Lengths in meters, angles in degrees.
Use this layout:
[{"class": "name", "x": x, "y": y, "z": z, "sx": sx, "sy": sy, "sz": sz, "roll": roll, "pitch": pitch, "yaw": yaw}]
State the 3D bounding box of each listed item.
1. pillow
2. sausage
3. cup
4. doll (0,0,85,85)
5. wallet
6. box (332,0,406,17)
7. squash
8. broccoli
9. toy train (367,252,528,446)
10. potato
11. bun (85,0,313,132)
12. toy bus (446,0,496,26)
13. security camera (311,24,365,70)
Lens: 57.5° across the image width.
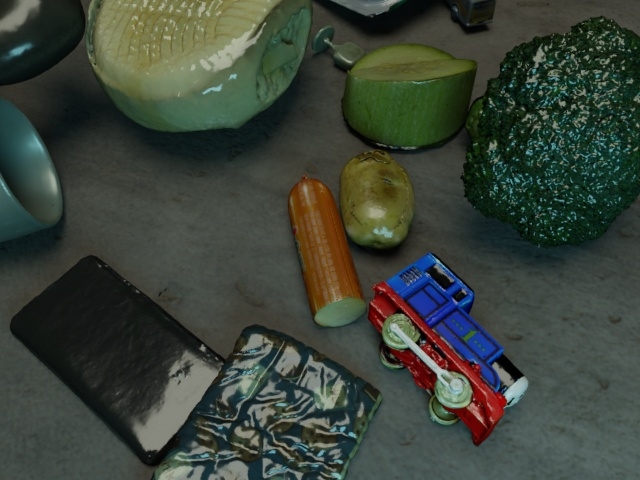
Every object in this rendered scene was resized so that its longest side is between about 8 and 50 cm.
[{"class": "pillow", "x": -0.061, "y": 0.228, "z": 0.636, "sx": 0.189, "sy": 0.034, "sz": 0.255, "roll": 24, "pitch": 61, "yaw": 12}, {"class": "sausage", "x": 0.000, "y": 0.000, "z": 0.785, "sx": 0.071, "sy": 0.071, "sz": 0.234, "roll": -11, "pitch": 54, "yaw": -6}, {"class": "cup", "x": -0.514, "y": -0.097, "z": 0.817, "sx": 0.234, "sy": 0.186, "sz": 0.258, "roll": -17, "pitch": 45, "yaw": 0}, {"class": "doll", "x": -0.583, "y": -0.331, "z": 0.863, "sx": 0.379, "sy": 0.252, "sz": 0.382, "roll": -21, "pitch": 68, "yaw": -36}, {"class": "wallet", "x": -0.251, "y": 0.134, "z": 0.722, "sx": 0.285, "sy": 0.030, "sz": 0.146, "roll": 33, "pitch": 66, "yaw": 21}, {"class": "box", "x": 0.092, "y": -0.582, "z": 1.135, "sx": 0.264, "sy": 0.106, "sz": 0.337, "roll": -40, "pitch": 52, "yaw": -13}, {"class": "squash", "x": 0.138, "y": -0.258, "z": 0.939, "sx": 0.220, "sy": 0.133, "sz": 0.220, "roll": -3, "pitch": 48, "yaw": 3}, {"class": "broccoli", "x": 0.305, "y": -0.133, "z": 0.783, "sx": 0.298, "sy": 0.297, "sz": 0.297, "roll": -22, "pitch": 16, "yaw": -13}, {"class": "toy train", "x": 0.148, "y": 0.122, "z": 0.684, "sx": 0.131, "sy": 0.082, "sz": 0.204, "roll": -31, "pitch": 59, "yaw": -21}, {"class": "potato", "x": 0.079, "y": -0.061, "z": 0.822, "sx": 0.107, "sy": 0.080, "sz": 0.170, "roll": -4, "pitch": 55, "yaw": 12}, {"class": "bun", "x": -0.179, "y": -0.318, "z": 0.939, "sx": 0.365, "sy": 0.202, "sz": 0.364, "roll": -5, "pitch": 63, "yaw": 10}, {"class": "toy bus", "x": 0.271, "y": -0.486, "z": 1.124, "sx": 0.064, "sy": 0.075, "sz": 0.190, "roll": -13, "pitch": 55, "yaw": -7}, {"class": "security camera", "x": 0.035, "y": -0.339, "z": 1.050, "sx": 0.058, "sy": 0.058, "sz": 0.092, "roll": -39, "pitch": 74, "yaw": -23}]
